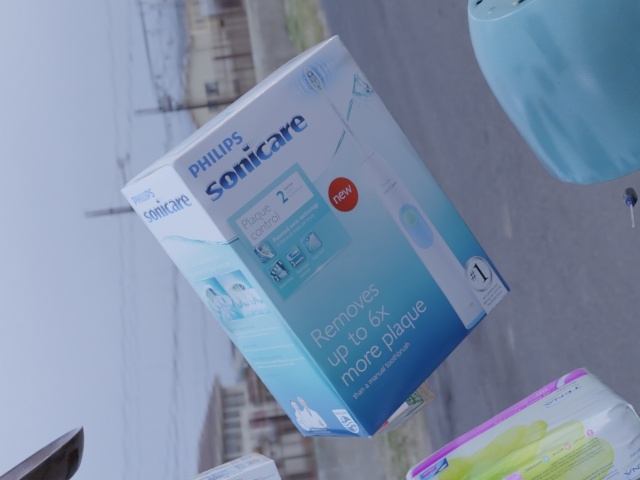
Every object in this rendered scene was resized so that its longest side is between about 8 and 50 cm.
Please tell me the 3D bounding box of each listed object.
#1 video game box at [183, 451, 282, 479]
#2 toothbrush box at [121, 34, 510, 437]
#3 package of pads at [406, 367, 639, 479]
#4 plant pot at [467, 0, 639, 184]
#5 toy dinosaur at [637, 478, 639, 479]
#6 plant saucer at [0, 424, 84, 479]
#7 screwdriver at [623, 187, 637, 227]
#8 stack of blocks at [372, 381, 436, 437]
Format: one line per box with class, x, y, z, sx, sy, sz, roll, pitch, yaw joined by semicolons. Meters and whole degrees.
video game box;-0.164;0.386;1.729;0.205;0.187;0.048;148;104;-77
toothbrush box;0.000;0.000;1.023;0.295;0.216;0.126;55;150;-10
package of pads;0.255;0.282;1.391;0.101;0.296;0.229;58;-177;-4
plant pot;0.318;-0.254;1.347;0.235;0.293;0.293;42;-163;-25
toy dinosaur;0.443;0.341;1.535;0.268;0.118;0.064;-42;13;42
plant saucer;-0.424;0.348;1.437;0.050;0.311;0.310;54;179;-3
screwdriver;0.528;-0.056;1.883;0.024;0.025;0.170;48;-161;-9
stack of blocks;0.063;0.216;1.755;0.171;0.087;0.297;52;-166;16
